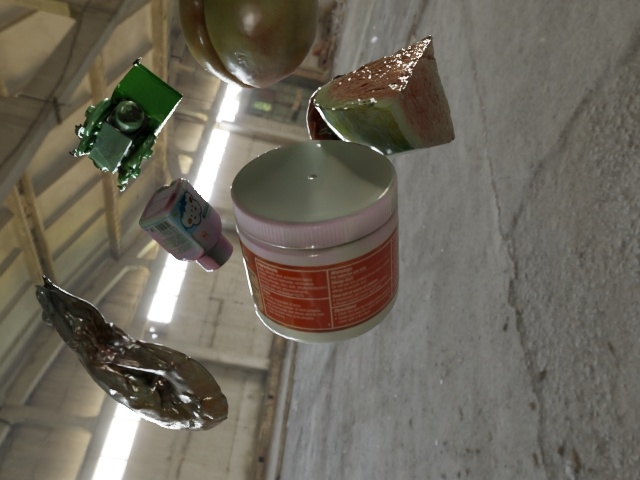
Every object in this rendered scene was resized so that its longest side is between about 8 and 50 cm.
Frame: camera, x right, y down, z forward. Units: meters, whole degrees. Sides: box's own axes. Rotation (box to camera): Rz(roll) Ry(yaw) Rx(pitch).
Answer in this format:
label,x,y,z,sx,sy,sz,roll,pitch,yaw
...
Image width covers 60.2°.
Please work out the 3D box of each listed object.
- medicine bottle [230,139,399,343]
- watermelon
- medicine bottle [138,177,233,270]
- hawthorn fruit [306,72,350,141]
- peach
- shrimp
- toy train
label,x,y,z,sx,sy,sz,roll,pitch,yaw
medicine bottle,0.000,0.000,0.885,0.252,0.253,0.240,-86,-7,-53
watermelon,0.111,-0.240,0.968,0.310,0.232,0.193,-170,64,-72
medicine bottle,-0.269,-0.024,1.148,0.188,0.094,0.119,50,-146,-34
hawthorn fruit,0.054,-0.262,1.191,0.251,0.190,0.189,-43,-30,-64
peach,-0.136,-0.442,1.068,0.247,0.292,0.292,-49,-13,-34
shrimp,-0.233,0.157,0.717,0.317,0.164,0.062,55,-151,-30
toy train,-0.364,-0.218,1.050,0.243,0.132,0.188,-22,37,58
